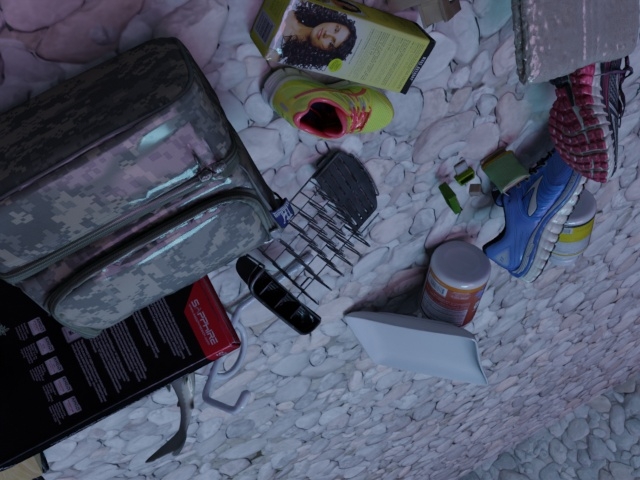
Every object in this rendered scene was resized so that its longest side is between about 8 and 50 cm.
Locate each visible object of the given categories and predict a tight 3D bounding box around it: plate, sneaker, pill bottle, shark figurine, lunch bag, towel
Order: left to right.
[{"bbox_3d":[-0.211,-0.046,0.735,0.305,0.212,0.256,-30,131,-3],"label":"lunch bag"},{"bbox_3d":[-0.274,0.231,1.120,0.166,0.116,0.278,-39,122,-57],"label":"shark figurine"},{"bbox_3d":[0.024,-0.170,0.880,0.208,0.094,0.081,-1,133,-35],"label":"sneaker"},{"bbox_3d":[0.216,0.226,1.396,0.277,0.045,0.278,6,151,24],"label":"plate"},{"bbox_3d":[0.274,0.112,1.350,0.121,0.121,0.216,-17,142,-18],"label":"pill bottle"},{"bbox_3d":[0.395,-0.093,1.180,0.330,0.147,0.130,-68,165,12],"label":"sneaker"},{"bbox_3d":[0.522,-0.026,1.372,0.103,0.103,0.184,-26,143,-5],"label":"pill bottle"},{"bbox_3d":[0.325,-0.357,0.833,0.187,0.049,0.282,-19,118,-13],"label":"towel"},{"bbox_3d":[0.429,-0.228,0.999,0.112,0.121,0.299,-25,118,-14],"label":"sneaker"}]

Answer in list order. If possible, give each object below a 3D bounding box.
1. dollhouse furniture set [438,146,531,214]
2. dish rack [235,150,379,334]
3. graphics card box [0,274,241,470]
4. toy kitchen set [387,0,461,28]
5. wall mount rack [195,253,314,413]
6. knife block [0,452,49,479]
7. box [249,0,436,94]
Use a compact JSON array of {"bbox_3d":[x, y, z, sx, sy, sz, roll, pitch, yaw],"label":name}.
[{"bbox_3d":[0.284,-0.113,1.134,0.152,0.076,0.058,-33,144,5],"label":"dollhouse furniture set"},{"bbox_3d":[0.000,0.000,1.028,0.271,0.074,0.208,-49,144,-7],"label":"dish rack"},{"bbox_3d":[-0.321,0.125,0.867,0.371,0.232,0.094,-28,171,-5],"label":"graphics card box"},{"bbox_3d":[0.131,-0.322,0.836,0.068,0.075,0.083,-8,115,32],"label":"toy kitchen set"},{"bbox_3d":[-0.160,0.109,1.055,0.350,0.130,0.304,44,62,-53],"label":"wall mount rack"},{"bbox_3d":[-0.532,0.366,1.130,0.276,0.088,0.242,-43,142,16],"label":"knife block"},{"bbox_3d":[0.033,-0.254,0.819,0.232,0.058,0.087,2,133,-36],"label":"box"}]
